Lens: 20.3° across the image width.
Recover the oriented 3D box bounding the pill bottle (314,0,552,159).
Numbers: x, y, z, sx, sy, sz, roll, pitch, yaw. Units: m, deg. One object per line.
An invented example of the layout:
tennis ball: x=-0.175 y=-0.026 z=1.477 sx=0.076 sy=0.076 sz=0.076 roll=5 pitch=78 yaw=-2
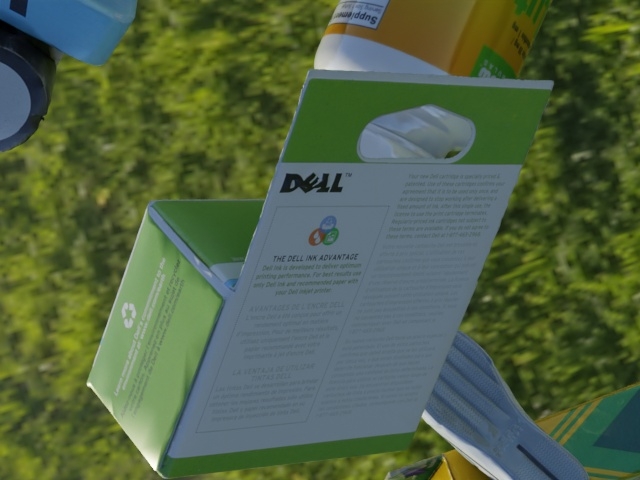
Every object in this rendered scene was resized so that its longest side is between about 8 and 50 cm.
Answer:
pill bottle: x=0.079 y=-0.147 z=1.250 sx=0.136 sy=0.136 sz=0.245 roll=19 pitch=81 yaw=39

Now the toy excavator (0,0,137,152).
toy excavator: x=-0.170 y=-0.287 z=1.389 sx=0.445 sy=0.433 sz=0.222 roll=-53 pitch=20 yaw=30

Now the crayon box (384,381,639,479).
crayon box: x=0.216 y=0.226 z=1.731 sx=0.203 sy=0.323 sz=0.083 roll=105 pitch=146 yaw=-71

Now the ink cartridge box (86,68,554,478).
ink cartridge box: x=0.000 y=0.000 z=1.020 sx=0.097 sy=0.189 sz=0.255 roll=43 pitch=123 yaw=41

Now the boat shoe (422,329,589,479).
boat shoe: x=0.142 y=0.166 z=1.601 sx=0.226 sy=0.083 sz=0.076 roll=49 pitch=163 yaw=10
